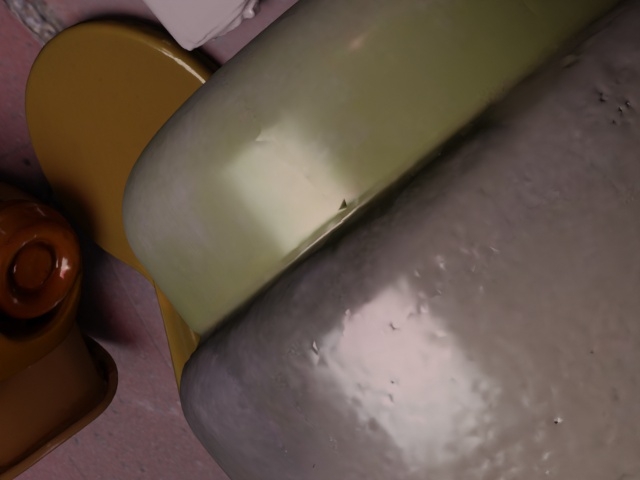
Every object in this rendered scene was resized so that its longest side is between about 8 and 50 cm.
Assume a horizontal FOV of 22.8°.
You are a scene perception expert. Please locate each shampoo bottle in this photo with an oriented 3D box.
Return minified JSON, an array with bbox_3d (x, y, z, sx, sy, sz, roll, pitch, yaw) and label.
[{"bbox_3d":[0.093,0.018,0.737,0.317,0.322,0.322,49,140,0],"label":"shampoo bottle"}]

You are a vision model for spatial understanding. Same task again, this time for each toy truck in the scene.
[{"bbox_3d":[-0.290,0.055,1.138,0.204,0.288,0.211,27,130,40],"label":"toy truck"}]

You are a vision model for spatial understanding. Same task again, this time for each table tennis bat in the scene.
[{"bbox_3d":[-0.106,-0.008,1.094,0.198,0.050,0.321,9,128,29],"label":"table tennis bat"}]

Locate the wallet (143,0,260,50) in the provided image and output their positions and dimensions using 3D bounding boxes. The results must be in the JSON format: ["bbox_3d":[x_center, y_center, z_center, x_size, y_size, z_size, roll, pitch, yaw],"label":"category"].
[{"bbox_3d":[-0.109,-0.197,0.934,0.190,0.033,0.095,47,142,-6],"label":"wallet"}]
